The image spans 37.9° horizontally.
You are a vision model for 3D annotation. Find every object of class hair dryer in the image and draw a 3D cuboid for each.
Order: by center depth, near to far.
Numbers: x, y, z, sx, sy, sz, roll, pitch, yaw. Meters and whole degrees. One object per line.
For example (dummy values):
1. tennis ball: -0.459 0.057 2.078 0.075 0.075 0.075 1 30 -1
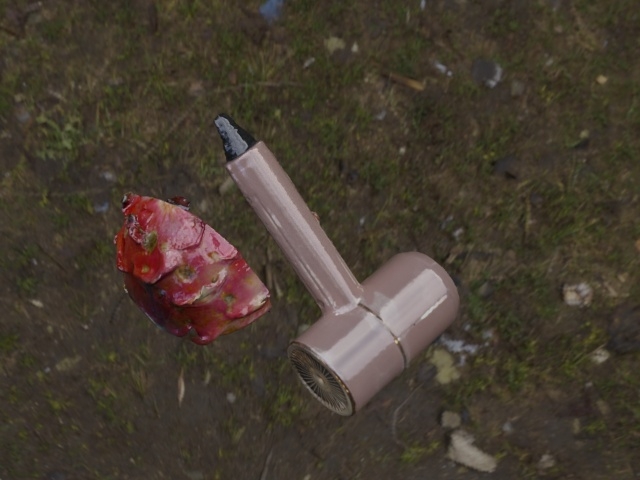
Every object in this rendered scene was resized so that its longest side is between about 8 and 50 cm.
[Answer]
1. hair dryer: 0.000 0.000 1.010 0.189 0.107 0.344 -39 103 -24

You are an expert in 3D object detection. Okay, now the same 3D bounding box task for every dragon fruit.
1. dragon fruit: -0.209 0.031 1.281 0.274 0.161 0.126 31 59 21
